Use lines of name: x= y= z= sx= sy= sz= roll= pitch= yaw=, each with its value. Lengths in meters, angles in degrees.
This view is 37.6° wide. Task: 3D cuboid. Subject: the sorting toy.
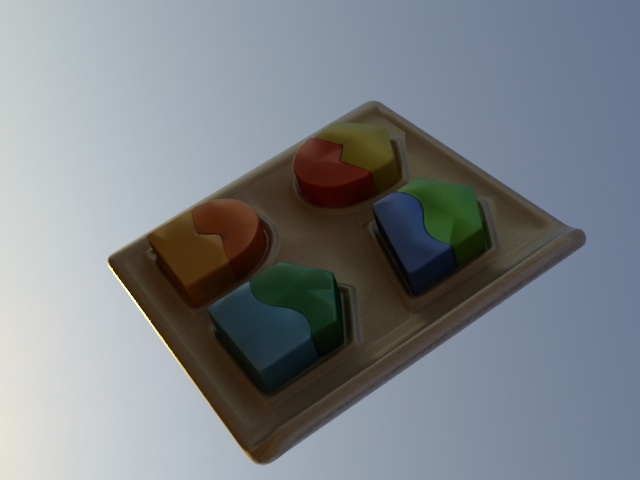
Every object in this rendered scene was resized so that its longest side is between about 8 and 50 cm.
sorting toy: x=0.000 y=0.000 z=0.495 sx=0.208 sy=0.193 sz=0.038 roll=40 pitch=-23 yaw=49
